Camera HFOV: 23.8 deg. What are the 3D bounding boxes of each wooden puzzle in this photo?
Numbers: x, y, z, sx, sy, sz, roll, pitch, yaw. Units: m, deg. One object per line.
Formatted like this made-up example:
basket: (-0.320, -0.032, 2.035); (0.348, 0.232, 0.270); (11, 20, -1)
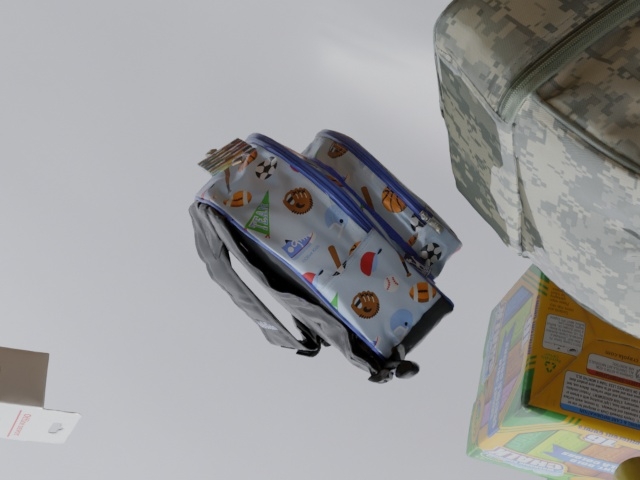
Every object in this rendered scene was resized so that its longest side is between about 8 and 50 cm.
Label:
wooden puzzle: (-0.093, -0.081, 1.484); (0.006, 0.049, 0.083); (60, 171, -21)

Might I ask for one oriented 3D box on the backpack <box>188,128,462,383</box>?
backpack: (0.000, 0.000, 1.605); (0.263, 0.213, 0.276); (37, 169, -20)

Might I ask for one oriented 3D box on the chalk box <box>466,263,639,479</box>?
chalk box: (0.265, 0.150, 1.578); (0.180, 0.179, 0.289); (14, 158, -3)

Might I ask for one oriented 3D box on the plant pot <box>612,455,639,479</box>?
plant pot: (0.303, 0.270, 0.966); (0.212, 0.212, 0.187); (-4, -144, -6)

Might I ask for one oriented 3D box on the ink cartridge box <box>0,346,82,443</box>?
ink cartridge box: (-0.330, 0.148, 1.496); (0.181, 0.104, 0.062); (11, -117, -17)

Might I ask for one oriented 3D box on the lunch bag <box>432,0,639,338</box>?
lunch bag: (0.243, -0.070, 1.159); (0.256, 0.212, 0.305); (53, 170, 26)
